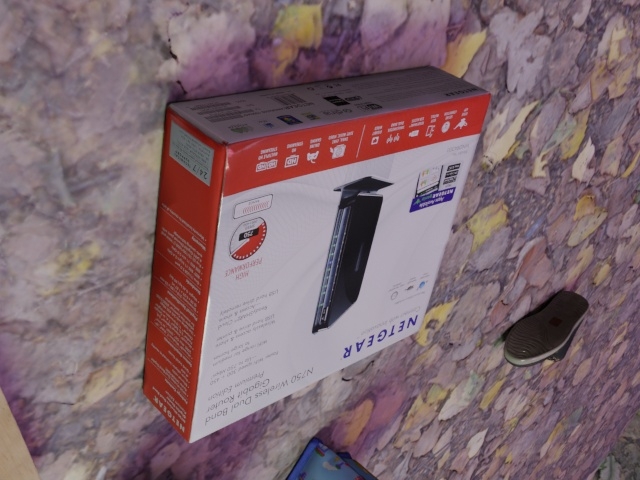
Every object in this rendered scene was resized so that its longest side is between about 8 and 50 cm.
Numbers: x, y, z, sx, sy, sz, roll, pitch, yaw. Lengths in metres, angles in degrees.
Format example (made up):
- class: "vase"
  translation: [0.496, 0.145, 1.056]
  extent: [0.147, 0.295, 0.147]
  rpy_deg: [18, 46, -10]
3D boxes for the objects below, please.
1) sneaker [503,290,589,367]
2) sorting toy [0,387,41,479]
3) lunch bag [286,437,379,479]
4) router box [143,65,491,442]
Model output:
- class: "sneaker"
  translation: [0.395, 0.189, 1.390]
  extent: [0.222, 0.083, 0.118]
  rpy_deg: [-27, 137, -36]
- class: "sorting toy"
  translation: [-0.331, 0.207, 0.538]
  extent: [0.255, 0.089, 0.257]
  rpy_deg: [-31, 139, -31]
- class: "lunch bag"
  translation: [0.002, 0.451, 1.020]
  extent: [0.293, 0.221, 0.138]
  rpy_deg: [-52, 145, -5]
- class: "router box"
  translation: [0.000, 0.000, 0.764]
  extent: [0.335, 0.082, 0.301]
  rpy_deg: [-19, 132, -41]
